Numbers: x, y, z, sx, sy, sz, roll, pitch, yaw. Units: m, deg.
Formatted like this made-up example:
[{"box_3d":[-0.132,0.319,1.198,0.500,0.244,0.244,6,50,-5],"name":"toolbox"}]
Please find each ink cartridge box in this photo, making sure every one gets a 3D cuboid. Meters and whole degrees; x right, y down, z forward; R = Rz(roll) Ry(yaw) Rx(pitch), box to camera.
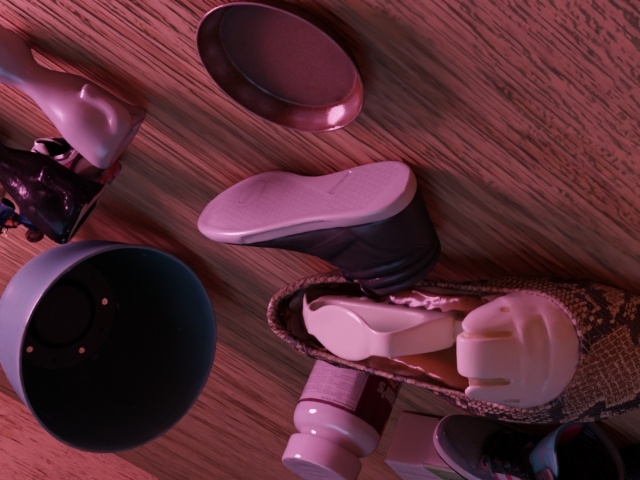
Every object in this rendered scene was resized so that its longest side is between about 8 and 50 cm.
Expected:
[{"box_3d":[0.226,0.377,1.552,0.154,0.093,0.212,1,146,36],"name":"ink cartridge box"}]

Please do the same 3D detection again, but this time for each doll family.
[{"box_3d":[-0.476,-0.050,1.382,0.193,0.076,0.111,24,134,11],"name":"doll family"}]

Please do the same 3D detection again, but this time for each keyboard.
[{"box_3d":[0.430,0.328,1.377,0.108,0.023,0.180,28,152,-6],"name":"keyboard"}]

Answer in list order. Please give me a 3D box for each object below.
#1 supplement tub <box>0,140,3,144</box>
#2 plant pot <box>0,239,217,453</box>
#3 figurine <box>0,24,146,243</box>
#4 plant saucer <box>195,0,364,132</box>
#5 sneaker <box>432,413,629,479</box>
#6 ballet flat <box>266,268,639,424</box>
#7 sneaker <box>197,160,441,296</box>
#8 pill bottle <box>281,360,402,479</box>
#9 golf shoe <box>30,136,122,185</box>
[{"box_3d":[-0.529,-0.125,1.221,0.200,0.144,0.144,39,149,-25],"name":"supplement tub"},{"box_3d":[-0.336,0.130,1.385,0.235,0.293,0.293,16,156,52],"name":"plant pot"},{"box_3d":[-0.330,-0.129,1.073,0.209,0.092,0.215,33,127,-7],"name":"figurine"},{"box_3d":[-0.034,-0.165,0.879,0.168,0.029,0.168,19,151,11],"name":"plant saucer"},{"box_3d":[0.299,0.300,1.327,0.296,0.123,0.178,22,148,17],"name":"sneaker"},{"box_3d":[0.137,0.112,1.053,0.483,0.164,0.182,5,180,37],"name":"ballet flat"},{"box_3d":[0.000,0.000,1.055,0.296,0.104,0.147,-4,136,36],"name":"sneaker"},{"box_3d":[0.037,0.215,1.278,0.121,0.221,0.121,19,152,10],"name":"pill bottle"},{"box_3d":[-0.339,-0.099,1.207,0.186,0.067,0.086,-11,129,35],"name":"golf shoe"}]
